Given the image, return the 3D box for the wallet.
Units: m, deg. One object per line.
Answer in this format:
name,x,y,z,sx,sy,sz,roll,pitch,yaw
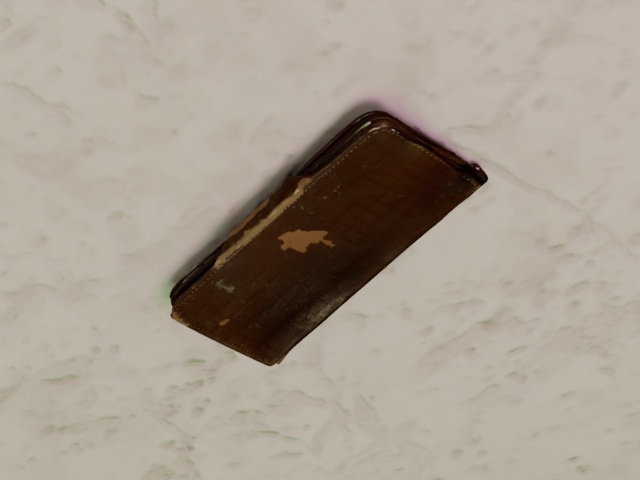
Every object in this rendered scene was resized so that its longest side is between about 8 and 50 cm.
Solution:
wallet,0.000,0.000,0.786,0.095,0.026,0.176,27,122,-38
